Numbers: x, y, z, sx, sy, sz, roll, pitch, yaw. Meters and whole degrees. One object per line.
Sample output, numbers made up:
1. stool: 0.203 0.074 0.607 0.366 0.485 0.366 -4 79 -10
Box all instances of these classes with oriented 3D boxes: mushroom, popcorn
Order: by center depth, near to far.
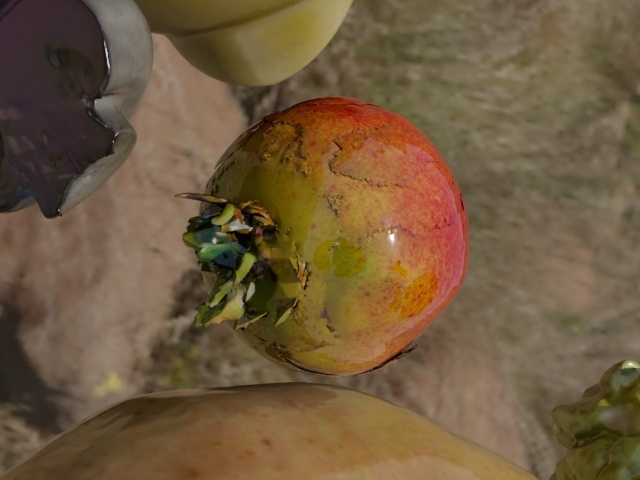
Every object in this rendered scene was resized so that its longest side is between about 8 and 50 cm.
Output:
1. mushroom: -0.175 -0.107 1.253 0.188 0.141 0.117 -47 175 39
2. popcorn: 0.283 0.177 1.350 0.259 0.259 0.212 -20 80 -50

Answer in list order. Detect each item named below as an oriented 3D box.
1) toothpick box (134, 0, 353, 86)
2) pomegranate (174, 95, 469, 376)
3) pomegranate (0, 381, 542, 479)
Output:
1. toothpick box: -0.111 -0.380 1.496 0.409 0.409 0.425 -58 140 -22
2. pomegranate: 0.000 0.000 1.360 0.235 0.210 0.210 -13 114 -41
3. pomegranate: -0.008 0.210 0.725 0.338 0.338 0.338 -25 123 -48
